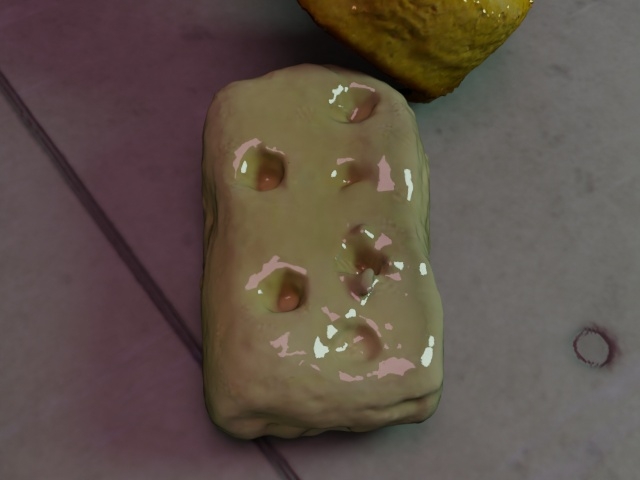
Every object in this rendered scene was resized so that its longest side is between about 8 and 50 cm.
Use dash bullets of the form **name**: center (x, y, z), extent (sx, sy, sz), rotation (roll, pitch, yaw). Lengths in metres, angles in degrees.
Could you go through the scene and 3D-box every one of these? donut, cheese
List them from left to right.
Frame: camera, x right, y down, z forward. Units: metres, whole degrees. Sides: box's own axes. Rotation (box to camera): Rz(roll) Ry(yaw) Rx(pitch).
- **cheese**: center (0.000, -0.001, 0.695), extent (0.159, 0.093, 0.263), rotation (0, 59, -8)
- **donut**: center (0.052, -0.225, 0.767), extent (0.253, 0.118, 0.253), rotation (27, 48, -34)
